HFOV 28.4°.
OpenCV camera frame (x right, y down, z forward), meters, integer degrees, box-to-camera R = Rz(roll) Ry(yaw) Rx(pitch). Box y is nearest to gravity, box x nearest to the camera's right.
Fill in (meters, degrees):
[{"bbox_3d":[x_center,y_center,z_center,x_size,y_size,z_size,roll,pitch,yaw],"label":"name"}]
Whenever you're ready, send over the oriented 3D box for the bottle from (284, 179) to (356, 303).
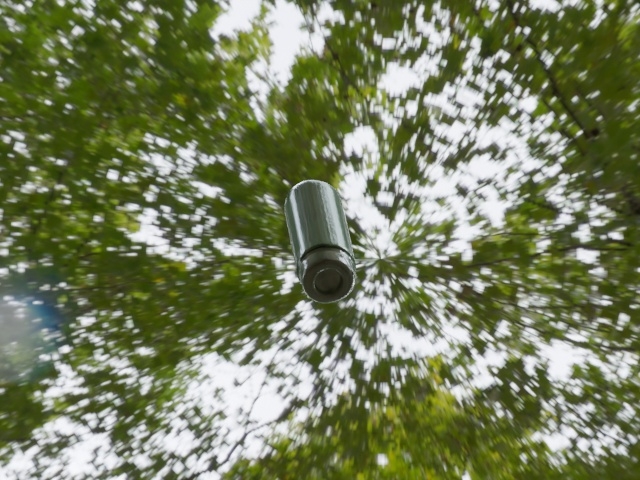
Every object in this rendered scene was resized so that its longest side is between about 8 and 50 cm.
[{"bbox_3d":[0.000,0.000,0.631,0.030,0.083,0.030,-3,-61,-5],"label":"bottle"}]
